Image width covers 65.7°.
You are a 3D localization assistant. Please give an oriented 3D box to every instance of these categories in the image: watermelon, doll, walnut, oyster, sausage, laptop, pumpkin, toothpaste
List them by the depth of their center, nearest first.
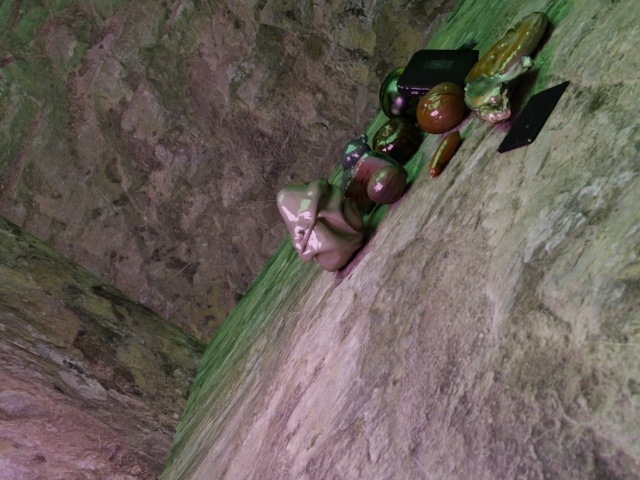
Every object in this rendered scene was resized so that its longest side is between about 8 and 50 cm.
[{"bbox_3d":[0.532,-0.311,1.249,0.197,0.016,0.135,-57,12,-10],"label":"laptop"},{"bbox_3d":[0.521,-0.437,1.455,0.271,0.100,0.275,-54,16,-7],"label":"oyster"},{"bbox_3d":[0.404,-0.286,1.631,0.183,0.054,0.062,-57,-17,-1],"label":"sausage"},{"bbox_3d":[0.436,-0.473,1.789,0.167,0.167,0.207,-60,10,-27],"label":"walnut"},{"bbox_3d":[0.248,-0.207,1.850,0.162,0.140,0.140,-31,24,39],"label":"walnut"},{"bbox_3d":[0.198,-0.235,2.002,0.256,0.193,0.139,-52,11,20],"label":"watermelon"},{"bbox_3d":[0.328,-0.417,2.130,0.219,0.162,0.219,-27,39,25],"label":"pumpkin"},{"bbox_3d":[0.181,-0.277,2.168,0.158,0.340,0.246,-10,-6,-33],"label":"doll"},{"bbox_3d":[0.389,-0.644,2.223,0.269,0.269,0.269,-52,11,14],"label":"watermelon"},{"bbox_3d":[0.689,-0.929,2.411,0.078,0.047,0.248,-51,8,-3],"label":"toothpaste"}]

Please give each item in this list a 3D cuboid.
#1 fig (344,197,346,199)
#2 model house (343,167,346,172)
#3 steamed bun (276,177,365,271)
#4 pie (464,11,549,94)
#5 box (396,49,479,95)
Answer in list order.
[{"bbox_3d":[0.045,-0.196,2.395,0.159,0.257,0.159,-53,24,37],"label":"fig"},{"bbox_3d":[0.182,-0.271,2.296,0.181,0.176,0.248,-39,29,56],"label":"model house"},{"bbox_3d":[0.035,-0.070,1.904,0.255,0.367,0.342,-22,-8,25],"label":"steamed bun"},{"bbox_3d":[0.620,-0.616,1.660,0.339,0.077,0.339,-48,14,16],"label":"pie"},{"bbox_3d":[0.482,-0.687,2.027,0.290,0.289,0.073,-61,-31,-33],"label":"box"}]
